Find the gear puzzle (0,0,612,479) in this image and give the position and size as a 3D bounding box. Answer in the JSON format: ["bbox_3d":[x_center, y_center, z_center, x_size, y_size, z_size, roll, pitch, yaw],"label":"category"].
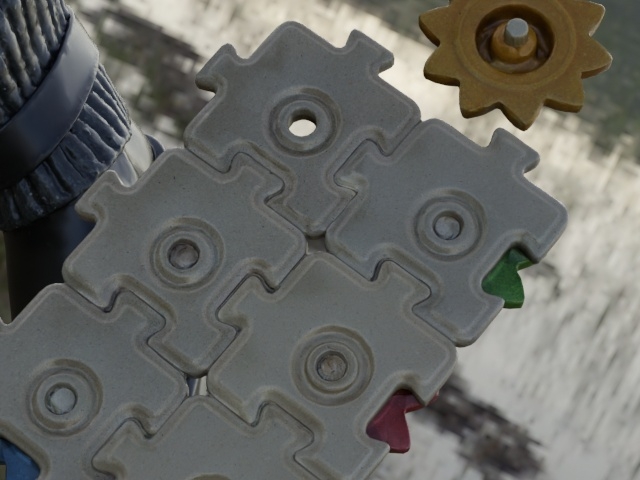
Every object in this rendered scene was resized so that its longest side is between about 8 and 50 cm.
[{"bbox_3d":[0.000,0.000,0.786,0.175,0.339,0.044,36,-18,15],"label":"gear puzzle"}]

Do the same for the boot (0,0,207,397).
[{"bbox_3d":[-0.188,-0.028,1.203,0.348,0.131,0.260,-102,169,-46],"label":"boot"}]
